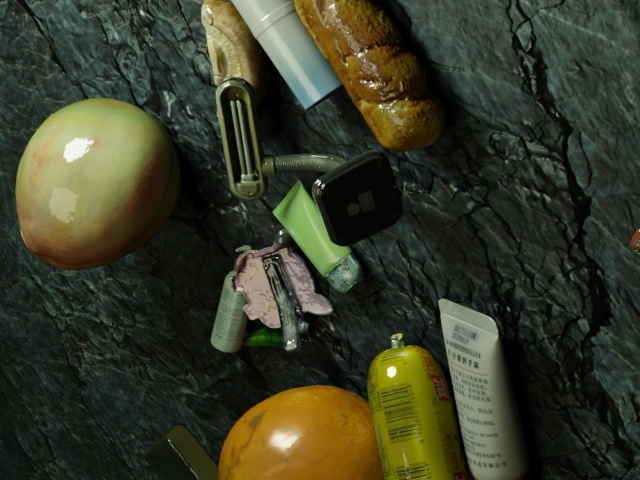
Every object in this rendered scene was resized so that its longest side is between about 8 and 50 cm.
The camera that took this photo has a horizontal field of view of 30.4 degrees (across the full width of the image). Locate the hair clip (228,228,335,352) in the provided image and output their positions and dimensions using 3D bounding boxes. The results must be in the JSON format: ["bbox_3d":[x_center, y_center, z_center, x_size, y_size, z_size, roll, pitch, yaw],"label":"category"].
[{"bbox_3d":[-0.066,0.086,1.875,0.146,0.056,0.187,-22,91,28],"label":"hair clip"}]

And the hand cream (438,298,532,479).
[{"bbox_3d":[0.232,0.235,1.688,0.140,0.089,0.314,24,134,58],"label":"hand cream"}]

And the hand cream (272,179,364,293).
[{"bbox_3d":[0.000,0.000,1.783,0.175,0.046,0.095,54,141,11],"label":"hand cream"}]

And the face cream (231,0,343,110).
[{"bbox_3d":[-0.059,-0.300,1.609,0.077,0.077,0.250,-32,93,49],"label":"face cream"}]

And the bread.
[{"bbox_3d":[0.042,-0.263,1.535,0.124,0.084,0.344,-31,93,49],"label":"bread"}]

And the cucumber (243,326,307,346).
[{"bbox_3d":[-0.072,0.159,1.959,0.168,0.039,0.039,-9,110,50],"label":"cucumber"}]

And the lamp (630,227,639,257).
[{"bbox_3d":[0.412,0.015,1.414,0.083,0.031,0.063,44,137,19],"label":"lamp"}]

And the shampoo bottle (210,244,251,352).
[{"bbox_3d":[-0.138,0.093,1.957,0.056,0.056,0.195,31,120,25],"label":"shampoo bottle"}]

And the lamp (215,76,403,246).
[{"bbox_3d":[-0.023,-0.125,1.637,0.283,0.124,0.203,27,145,47],"label":"lamp"}]

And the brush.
[{"bbox_3d":[-0.255,0.466,2.321,0.197,0.059,0.123,51,137,4],"label":"brush"}]

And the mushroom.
[{"bbox_3d":[-0.116,-0.254,1.699,0.094,0.072,0.209,22,135,35],"label":"mushroom"}]

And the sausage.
[{"bbox_3d":[0.146,0.306,1.730,0.123,0.123,0.347,-24,73,49],"label":"sausage"}]

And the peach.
[{"bbox_3d":[-0.351,-0.086,1.860,0.247,0.292,0.292,28,139,-10],"label":"peach"}]

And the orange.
[{"bbox_3d":[-0.010,0.378,1.854,0.312,0.312,0.312,24,130,31],"label":"orange"}]
